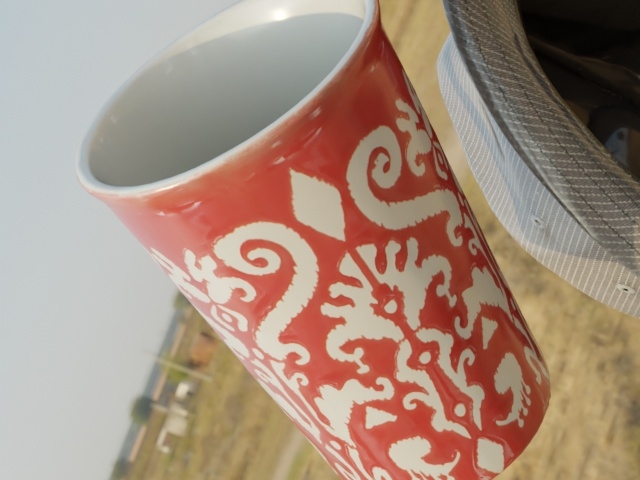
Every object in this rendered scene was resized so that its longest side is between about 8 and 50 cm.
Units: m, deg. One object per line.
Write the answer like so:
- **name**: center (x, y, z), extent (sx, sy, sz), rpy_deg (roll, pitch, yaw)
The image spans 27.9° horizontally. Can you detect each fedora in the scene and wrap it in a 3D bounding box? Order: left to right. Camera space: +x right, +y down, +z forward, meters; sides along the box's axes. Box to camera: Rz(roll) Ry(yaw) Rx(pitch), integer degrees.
- **fedora**: center (0.148, -0.062, 0.586), extent (0.243, 0.275, 0.124), rpy_deg (-60, 8, -33)

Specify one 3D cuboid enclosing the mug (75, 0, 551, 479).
- **mug**: center (0.009, -0.003, 0.472), extent (0.113, 0.169, 0.150), rpy_deg (-24, 30, 16)
